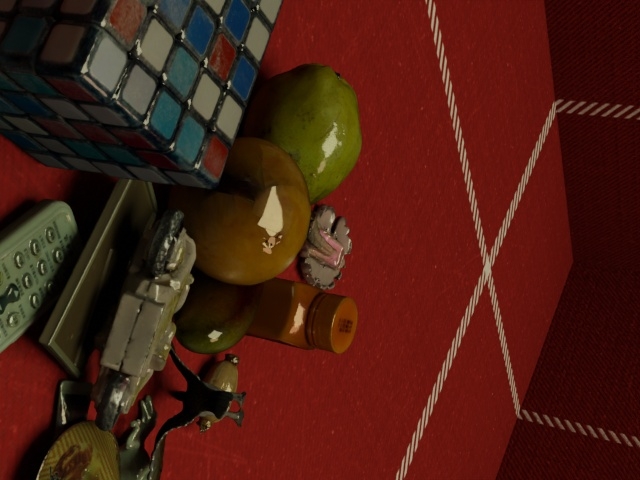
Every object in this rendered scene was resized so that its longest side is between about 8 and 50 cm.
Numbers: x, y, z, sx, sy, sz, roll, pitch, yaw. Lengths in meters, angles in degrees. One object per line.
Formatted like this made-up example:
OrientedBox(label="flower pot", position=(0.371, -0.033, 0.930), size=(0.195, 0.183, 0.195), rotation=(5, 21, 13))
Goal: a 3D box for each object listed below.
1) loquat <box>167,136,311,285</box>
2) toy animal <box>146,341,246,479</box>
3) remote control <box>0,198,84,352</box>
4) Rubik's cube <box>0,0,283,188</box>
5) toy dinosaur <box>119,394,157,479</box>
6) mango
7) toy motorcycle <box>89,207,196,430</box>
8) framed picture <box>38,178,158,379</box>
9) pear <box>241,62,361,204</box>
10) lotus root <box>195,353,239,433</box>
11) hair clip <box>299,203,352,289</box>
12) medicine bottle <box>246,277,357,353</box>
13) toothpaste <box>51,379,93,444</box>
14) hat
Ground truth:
OrientedBox(label="loquat", position=(-0.126, -0.047, 1.475), size=(0.235, 0.235, 0.234), rotation=(-29, 124, -56))
OrientedBox(label="toy animal", position=(-0.202, 0.270, 1.520), size=(0.197, 0.160, 0.272), rotation=(50, 47, -73))
OrientedBox(label="remote control", position=(-0.418, 0.078, 1.147), size=(0.335, 0.066, 0.127), rotation=(-49, 141, -45))
OrientedBox(label="Rubik's cube", position=(-0.257, -0.255, 1.103), size=(0.287, 0.292, 0.293), rotation=(45, 58, -58))
OrientedBox(label="toy dinosaur", position=(-0.290, 0.393, 1.499), size=(0.167, 0.053, 0.242), rotation=(-46, 129, -57))
OrientedBox(label="mango", position=(-0.172, 0.108, 1.528), size=(0.267, 0.133, 0.111), rotation=(-64, 171, -64))
OrientedBox(label="toy motorcycle", position=(-0.256, 0.104, 1.369), size=(0.223, 0.108, 0.340), rotation=(-97, -154, -80))
OrientedBox(label="framed picture", position=(-0.300, 0.040, 1.314), size=(0.211, 0.020, 0.289), rotation=(97, 13, -69))
OrientedBox(label="pear", position=(-0.034, -0.175, 1.632), size=(0.212, 0.212, 0.269), rotation=(14, 102, -62))
OrientedBox(label="lotus root", position=(-0.185, 0.271, 1.653), size=(0.073, 0.062, 0.150), rotation=(90, 20, -70))
OrientedBox(label="hair clip", position=(-0.007, -0.002, 1.886), size=(0.300, 0.069, 0.172), rotation=(49, 57, -68))
OrientedBox(label="medicine bottle", position=(-0.055, 0.131, 1.677), size=(0.149, 0.222, 0.112), rotation=(29, 73, -62))
OrientedBox(label="toothpaste", position=(-0.370, 0.309, 1.348), size=(0.062, 0.037, 0.216), rotation=(18, 79, -55))
OrientedBox(label="hat", position=(-0.317, 0.356, 1.331), size=(0.193, 0.082, 0.193), rotation=(4, 90, -65))
